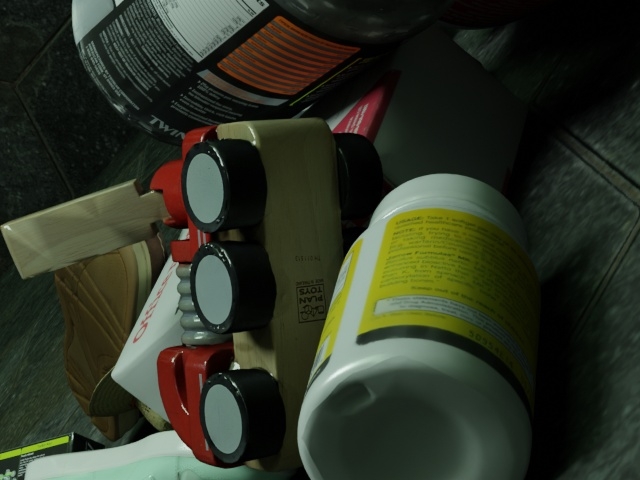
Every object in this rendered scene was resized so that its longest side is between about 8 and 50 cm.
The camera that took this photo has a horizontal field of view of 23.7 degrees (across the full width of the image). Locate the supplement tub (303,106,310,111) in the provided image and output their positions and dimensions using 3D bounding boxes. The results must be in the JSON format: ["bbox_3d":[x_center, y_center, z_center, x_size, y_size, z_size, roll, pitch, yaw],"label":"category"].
[{"bbox_3d":[-0.034,-0.221,1.663,0.228,0.228,0.316,-51,13,-3],"label":"supplement tub"}]

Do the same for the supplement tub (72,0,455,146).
[{"bbox_3d":[-0.027,-0.206,1.096,0.338,0.207,0.207,-27,27,55],"label":"supplement tub"}]

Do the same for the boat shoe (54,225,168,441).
[{"bbox_3d":[-0.163,0.065,1.414,0.123,0.123,0.342,-28,-27,-25],"label":"boat shoe"}]

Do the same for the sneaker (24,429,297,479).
[{"bbox_3d":[-0.115,0.222,1.099,0.256,0.094,0.151,-17,65,36],"label":"sneaker"}]

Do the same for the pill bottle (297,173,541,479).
[{"bbox_3d":[0.061,0.054,0.842,0.119,0.119,0.208,-43,15,29],"label":"pill bottle"}]

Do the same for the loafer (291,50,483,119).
[{"bbox_3d":[0.039,-0.089,1.423,0.302,0.095,0.109,-42,45,48],"label":"loafer"}]

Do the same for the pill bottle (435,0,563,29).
[{"bbox_3d":[0.155,-0.301,1.250,0.229,0.229,0.407,-54,13,-14],"label":"pill bottle"}]

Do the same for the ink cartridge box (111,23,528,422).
[{"bbox_3d":[0.000,0.000,1.168,0.306,0.131,0.226,-40,17,33],"label":"ink cartridge box"}]

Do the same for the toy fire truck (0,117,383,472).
[{"bbox_3d":[-0.088,0.035,1.014,0.158,0.217,0.246,-7,4,-34],"label":"toy fire truck"}]

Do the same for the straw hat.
[{"bbox_3d":[-0.136,0.140,1.367,0.144,0.061,0.144,-32,-20,-13],"label":"straw hat"}]

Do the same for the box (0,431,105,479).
[{"bbox_3d":[-0.264,0.265,1.247,0.190,0.045,0.184,-19,54,32],"label":"box"}]
